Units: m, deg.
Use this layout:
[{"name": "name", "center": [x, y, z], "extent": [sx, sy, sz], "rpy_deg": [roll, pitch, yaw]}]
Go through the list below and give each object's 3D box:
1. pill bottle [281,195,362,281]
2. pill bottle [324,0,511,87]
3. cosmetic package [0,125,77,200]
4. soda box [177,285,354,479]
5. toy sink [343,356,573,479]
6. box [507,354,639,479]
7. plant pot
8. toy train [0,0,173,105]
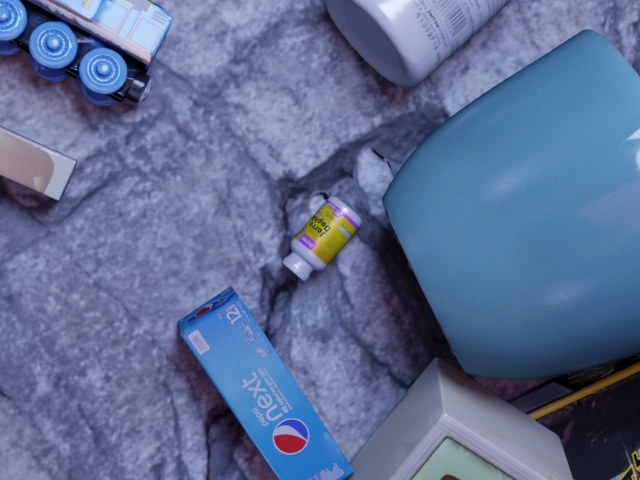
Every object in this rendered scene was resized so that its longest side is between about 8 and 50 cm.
[{"name": "pill bottle", "center": [0.000, 0.000, 1.029], "extent": [0.043, 0.043, 0.083], "rpy_deg": [41, 86, -12]}, {"name": "pill bottle", "center": [0.126, -0.264, 0.987], "extent": [0.229, 0.131, 0.131], "rpy_deg": [-43, 102, -7]}, {"name": "cosmetic package", "center": [-0.283, -0.078, 0.954], "extent": [0.115, 0.060, 0.041], "rpy_deg": [24, 90, -11]}, {"name": "soda box", "center": [-0.054, 0.152, 1.017], "extent": [0.067, 0.071, 0.210], "rpy_deg": [-33, 101, -7]}, {"name": "toy sink", "center": [0.105, 0.259, 0.990], "extent": [0.153, 0.131, 0.234], "rpy_deg": [34, 108, -9]}, {"name": "box", "center": [0.357, 0.275, 1.114], "extent": [0.257, 0.079, 0.322], "rpy_deg": [-23, 99, -11]}, {"name": "plant pot", "center": [0.198, -0.006, 0.958], "extent": [0.235, 0.293, 0.293], "rpy_deg": [-27, 100, 5]}, {"name": "toy train", "center": [-0.227, -0.198, 0.949], "extent": [0.184, 0.080, 0.105], "rpy_deg": [28, 80, -11]}]
